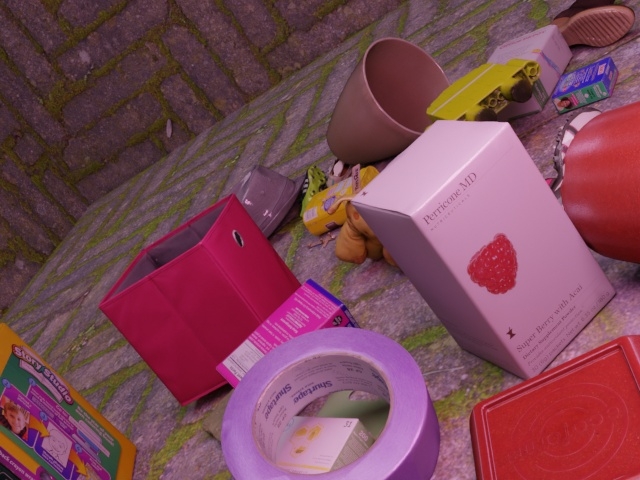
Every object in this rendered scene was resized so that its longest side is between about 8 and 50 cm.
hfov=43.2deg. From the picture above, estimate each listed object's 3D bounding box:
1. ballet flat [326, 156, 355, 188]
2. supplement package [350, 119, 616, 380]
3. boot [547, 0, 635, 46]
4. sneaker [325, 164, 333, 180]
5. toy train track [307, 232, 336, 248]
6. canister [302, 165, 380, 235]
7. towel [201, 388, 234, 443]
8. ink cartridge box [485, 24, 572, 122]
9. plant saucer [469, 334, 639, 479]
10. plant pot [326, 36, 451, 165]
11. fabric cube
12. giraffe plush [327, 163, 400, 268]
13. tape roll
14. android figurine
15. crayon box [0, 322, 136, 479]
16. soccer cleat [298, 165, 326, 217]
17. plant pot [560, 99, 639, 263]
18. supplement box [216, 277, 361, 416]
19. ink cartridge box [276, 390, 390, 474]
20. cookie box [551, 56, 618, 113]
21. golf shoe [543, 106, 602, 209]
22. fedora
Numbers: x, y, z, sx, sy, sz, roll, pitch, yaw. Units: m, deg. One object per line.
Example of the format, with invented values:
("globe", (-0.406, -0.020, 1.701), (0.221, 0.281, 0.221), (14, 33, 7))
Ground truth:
("ballet flat", (0.056, -0.188, 2.031), (0.057, 0.052, 0.168), (10, 43, 8))
("supplement package", (0.214, 0.008, 1.071), (0.177, 0.293, 0.175), (-43, 22, -11))
("boot", (0.606, -0.504, 1.751), (0.207, 0.090, 0.248), (-50, 21, -23))
("sneaker", (0.029, -0.159, 2.068), (0.037, 0.032, 0.083), (-53, 15, 31))
("toy train track", (0.000, 0.000, 1.807), (0.083, 0.014, 0.048), (-20, 28, 40))
("canister", (0.051, -0.087, 1.820), (0.170, 0.073, 0.126), (-24, 25, 35))
("towel", (-0.138, 0.292, 1.423), (0.148, 0.027, 0.110), (-44, 23, -18))
("ink cartridge box", (0.425, -0.352, 1.732), (0.154, 0.093, 0.212), (-12, 36, 47))
("plant saucer", (0.276, 0.221, 0.885), (0.258, 0.048, 0.259), (-30, 24, 20))
("plant pot", (0.137, -0.297, 1.923), (0.274, 0.256, 0.256), (-38, 14, 52))
("fabric cube", (-0.216, 0.110, 1.564), (0.259, 0.258, 0.254), (-30, 16, 20))
("giraffe plush", (0.133, -0.022, 1.473), (0.181, 0.210, 0.170), (-42, 50, -17))
("tape roll", (0.013, 0.246, 1.057), (0.275, 0.090, 0.275), (-12, 41, 11))
("android figurine", (0.305, -0.273, 1.576), (0.248, 0.056, 0.273), (-39, 17, -1))
("crayon box", (-0.484, 0.358, 1.379), (0.106, 0.363, 0.313), (-36, 21, 7))
("soccer cleat", (-0.025, -0.123, 2.020), (0.072, 0.060, 0.179), (-45, 23, 32))
("plant pot", (0.443, -0.070, 0.949), (0.272, 0.272, 0.265), (-44, 14, -14))
("supplement box", (-0.044, 0.189, 1.334), (0.220, 0.111, 0.114), (-43, 39, -10))
("ink cartridge box", (0.014, 0.276, 1.182), (0.171, 0.056, 0.235), (-11, 35, 49))
("cookie box", (0.511, -0.299, 1.560), (0.107, 0.040, 0.092), (-18, 29, 43))
("golf shoe", (0.418, -0.102, 1.269), (0.120, 0.105, 0.273), (6, 52, 39))
("fedora", (-0.164, -0.103, 2.075), (0.243, 0.124, 0.275), (-29, 26, 49))
